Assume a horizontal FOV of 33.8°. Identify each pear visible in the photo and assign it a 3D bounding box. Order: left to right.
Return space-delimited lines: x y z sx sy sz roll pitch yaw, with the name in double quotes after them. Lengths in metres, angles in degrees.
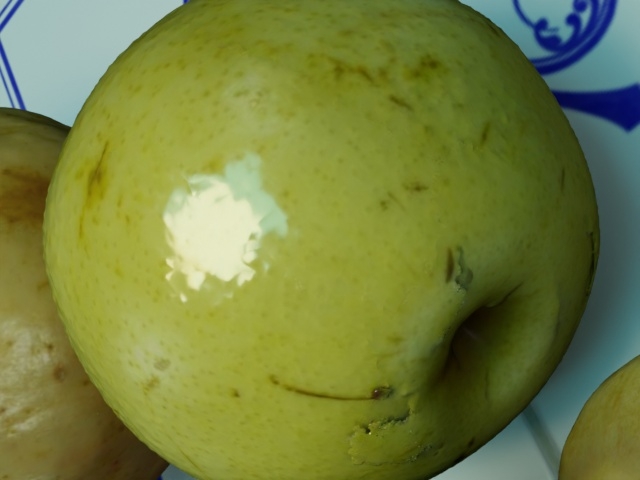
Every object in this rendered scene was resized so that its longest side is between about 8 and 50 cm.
0.000 0.000 0.665 0.348 0.348 0.348 -3 85 41 "pear"

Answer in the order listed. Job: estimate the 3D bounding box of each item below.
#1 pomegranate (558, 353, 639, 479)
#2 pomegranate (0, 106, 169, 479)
0.234 0.152 0.537 0.233 0.233 0.233 -3 85 41 "pomegranate"
-0.298 0.077 0.865 0.410 0.410 0.410 -3 85 41 "pomegranate"
